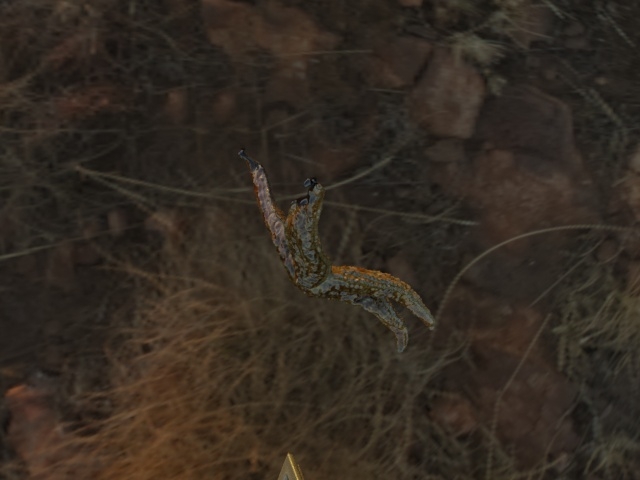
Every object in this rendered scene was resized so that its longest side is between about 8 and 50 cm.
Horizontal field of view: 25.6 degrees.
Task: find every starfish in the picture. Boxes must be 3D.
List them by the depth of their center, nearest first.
[{"bbox_3d":[-0.005,0.003,0.722,0.133,0.130,0.041,38,81,20],"label":"starfish"}]

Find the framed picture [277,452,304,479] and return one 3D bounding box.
[{"bbox_3d":[-0.016,0.243,0.868,0.011,0.183,0.142,10,115,-22],"label":"framed picture"}]
